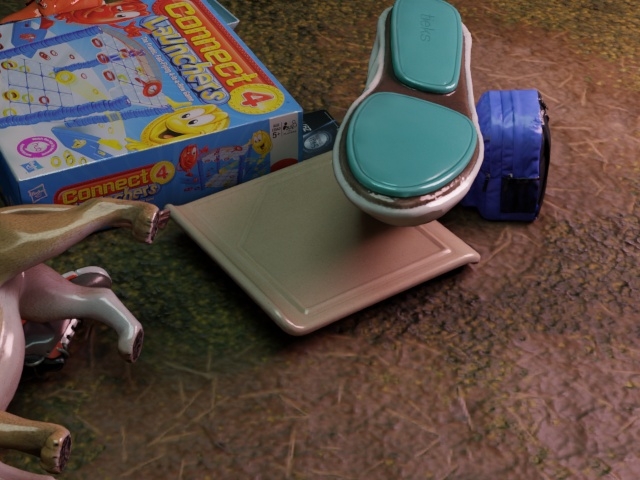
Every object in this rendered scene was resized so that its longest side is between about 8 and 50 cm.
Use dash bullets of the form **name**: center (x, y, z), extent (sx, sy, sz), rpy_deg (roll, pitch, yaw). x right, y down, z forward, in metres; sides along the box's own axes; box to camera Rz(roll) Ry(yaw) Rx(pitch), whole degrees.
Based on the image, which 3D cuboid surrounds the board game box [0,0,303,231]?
- **board game box**: center (-0.218, -0.145, 1.398), extent (0.302, 0.086, 0.308), rpy_deg (-17, 42, -21)

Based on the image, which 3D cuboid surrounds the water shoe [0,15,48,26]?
- **water shoe**: center (-0.376, -0.229, 1.511), extent (0.203, 0.073, 0.080), rpy_deg (-15, 39, -20)

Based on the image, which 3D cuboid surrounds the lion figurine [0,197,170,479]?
- **lion figurine**: center (-0.283, 0.089, 1.034), extent (0.240, 0.142, 0.392), rpy_deg (12, 46, 8)

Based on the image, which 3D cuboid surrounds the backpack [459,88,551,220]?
- **backpack**: center (0.184, -0.090, 1.314), extent (0.101, 0.120, 0.098), rpy_deg (0, 39, -2)

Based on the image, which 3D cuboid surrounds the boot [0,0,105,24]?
- **boot**: center (-0.335, -0.292, 1.584), extent (0.059, 0.084, 0.158), rpy_deg (32, 49, 30)

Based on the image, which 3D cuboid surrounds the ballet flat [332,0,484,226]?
- **ballet flat**: center (0.086, -0.102, 1.275), extent (0.139, 0.139, 0.400), rpy_deg (6, 36, 5)

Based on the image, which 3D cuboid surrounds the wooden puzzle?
- **wooden puzzle**: center (0.000, 0.000, 1.262), extent (0.239, 0.044, 0.221), rpy_deg (-18, 42, -31)

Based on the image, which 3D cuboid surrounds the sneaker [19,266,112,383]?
- **sneaker**: center (-0.235, 0.087, 1.135), extent (0.065, 0.061, 0.158), rpy_deg (37, 60, 23)

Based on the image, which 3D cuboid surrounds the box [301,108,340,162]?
- **box**: center (-0.007, -0.109, 1.413), extent (0.067, 0.018, 0.083), rpy_deg (-15, 41, -21)

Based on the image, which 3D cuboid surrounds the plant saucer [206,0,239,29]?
- **plant saucer**: center (-0.178, -0.307, 1.661), extent (0.067, 0.018, 0.192), rpy_deg (-20, 44, -25)
